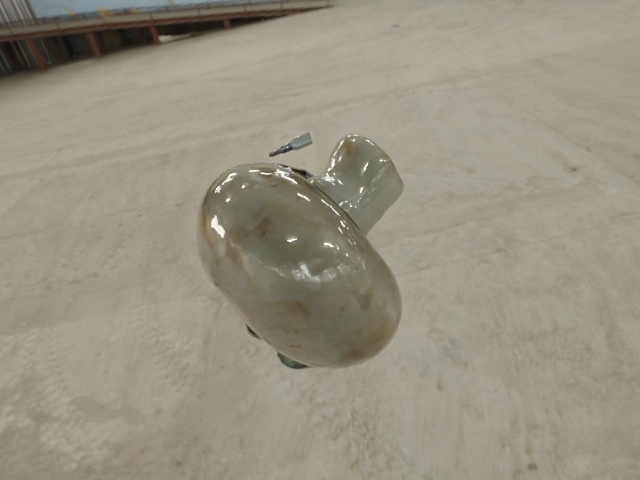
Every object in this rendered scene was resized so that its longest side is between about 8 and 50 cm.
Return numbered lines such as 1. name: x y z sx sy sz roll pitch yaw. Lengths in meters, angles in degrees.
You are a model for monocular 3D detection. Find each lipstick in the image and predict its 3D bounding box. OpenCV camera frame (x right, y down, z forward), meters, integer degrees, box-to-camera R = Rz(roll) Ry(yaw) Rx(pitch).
1. lipstick: -0.071 -0.218 1.118 0.107 0.025 0.025 -23 -6 0

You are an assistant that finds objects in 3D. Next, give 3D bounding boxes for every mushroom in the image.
1. mushroom: 0.000 0.000 0.492 0.243 0.244 0.244 -9 31 6

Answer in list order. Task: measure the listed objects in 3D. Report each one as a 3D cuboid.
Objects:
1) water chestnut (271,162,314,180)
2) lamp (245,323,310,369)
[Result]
1. water chestnut: -0.047 -0.024 1.037 0.347 0.335 0.335 -37 37 -18
2. lamp: -0.046 0.177 0.902 0.121 0.214 0.121 -15 56 24
